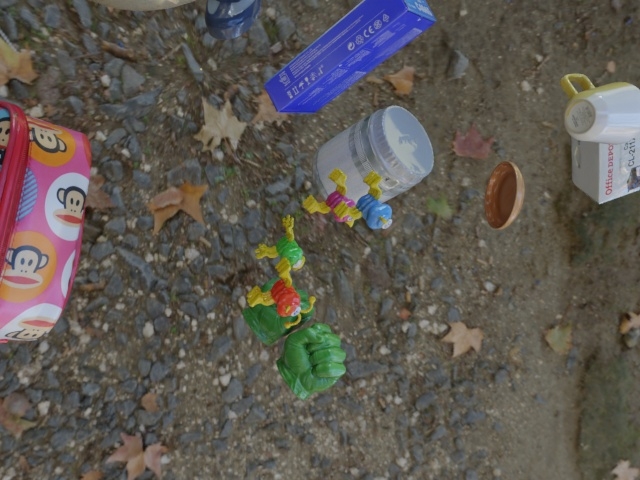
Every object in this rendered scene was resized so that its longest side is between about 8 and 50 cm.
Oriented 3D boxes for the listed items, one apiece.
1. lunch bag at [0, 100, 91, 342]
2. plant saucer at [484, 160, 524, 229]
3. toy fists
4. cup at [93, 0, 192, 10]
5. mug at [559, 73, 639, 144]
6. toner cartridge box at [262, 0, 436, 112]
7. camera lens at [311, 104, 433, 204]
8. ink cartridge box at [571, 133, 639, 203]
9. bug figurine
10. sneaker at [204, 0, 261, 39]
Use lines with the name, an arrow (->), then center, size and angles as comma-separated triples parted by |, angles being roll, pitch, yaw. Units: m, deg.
lunch bag -> -0.375, -0.003, 0.607 | 0.120, 0.293, 0.258 | 19, 77, -58
plant saucer -> 0.534, -0.129, 1.691 | 0.037, 0.200, 0.199 | 7, 105, -10
toy fists -> -0.056, 0.204, 1.285 | 0.142, 0.279, 0.096 | -40, 153, 3
cup -> -0.241, -0.502, 0.731 | 0.331, 0.237, 0.330 | -2, 71, 5
mug -> 0.270, -0.127, 0.583 | 0.064, 0.078, 0.062 | -11, 122, -32
toner cartridge box -> 0.058, -0.393, 1.231 | 0.348, 0.165, 0.075 | -31, 86, 31
camera lens -> 0.130, -0.204, 1.547 | 0.219, 0.219, 0.274 | 45, 135, -19
ink cartridge box -> 0.484, -0.147, 0.892 | 0.175, 0.072, 0.127 | -20, 126, 0
bug figurine -> 0.000, 0.000, 0.935 | 0.279, 0.216, 0.072 | -44, 117, 9
sneaker -> -0.159, -0.539, 1.129 | 0.112, 0.131, 0.318 | 9, 67, 11
